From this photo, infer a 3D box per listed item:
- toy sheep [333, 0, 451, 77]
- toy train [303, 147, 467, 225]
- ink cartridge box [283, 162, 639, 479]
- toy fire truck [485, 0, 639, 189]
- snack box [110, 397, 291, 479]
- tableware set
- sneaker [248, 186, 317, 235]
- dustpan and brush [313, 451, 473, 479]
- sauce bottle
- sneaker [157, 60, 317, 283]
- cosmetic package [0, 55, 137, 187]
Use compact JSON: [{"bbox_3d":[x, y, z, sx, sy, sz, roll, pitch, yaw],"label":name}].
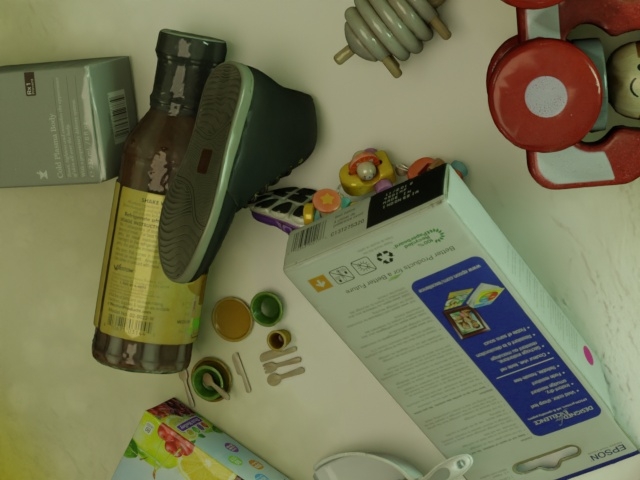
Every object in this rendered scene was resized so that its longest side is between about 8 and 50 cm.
[{"bbox_3d":[0.068,-0.209,1.745,0.132,0.091,0.091,-38,83,6],"label":"toy sheep"},{"bbox_3d":[0.056,-0.042,1.757,0.125,0.166,0.046,34,156,35],"label":"toy train"},{"bbox_3d":[0.140,0.098,1.717,0.175,0.069,0.371,-24,123,25],"label":"ink cartridge box"},{"bbox_3d":[0.270,-0.201,1.628,0.253,0.169,0.302,-5,99,6],"label":"toy fire truck"},{"bbox_3d":[-0.125,0.297,1.928,0.207,0.070,0.174,34,111,16],"label":"snack box"},{"bbox_3d":[-0.097,0.114,1.908,0.154,0.024,0.104,-18,92,26],"label":"tableware set"},{"bbox_3d":[0.000,0.000,1.825,0.170,0.068,0.071,24,121,22],"label":"sneaker"},{"bbox_3d":[0.082,0.255,1.817,0.211,0.060,0.147,-34,79,31],"label":"dustpan and brush"},{"bbox_3d":[-0.156,-0.039,1.855,0.111,0.111,0.344,15,100,21],"label":"sauce bottle"},{"bbox_3d":[-0.075,-0.055,1.791,0.083,0.118,0.222,23,95,49],"label":"sneaker"},{"bbox_3d":[-0.315,-0.122,1.919,0.238,0.107,0.127,-4,100,21],"label":"cosmetic package"}]
